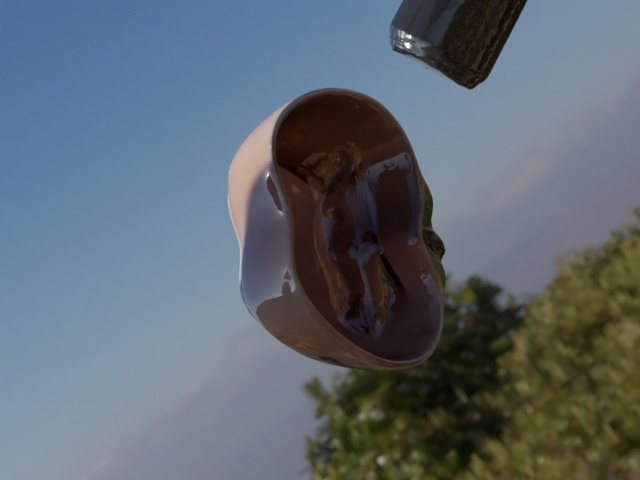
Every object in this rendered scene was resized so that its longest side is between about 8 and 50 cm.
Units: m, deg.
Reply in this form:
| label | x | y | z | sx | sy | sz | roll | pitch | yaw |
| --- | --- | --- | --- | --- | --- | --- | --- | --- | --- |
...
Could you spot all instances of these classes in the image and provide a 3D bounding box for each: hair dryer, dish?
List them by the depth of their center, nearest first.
| label | x | y | z | sx | sy | sz | roll | pitch | yaw |
| --- | --- | --- | --- | --- | --- | --- | --- | --- | --- |
| hair dryer | 0.103 | -0.143 | 0.965 | 0.114 | 0.070 | 0.248 | -62 | 9 | 6 |
| dish | 0.000 | 0.000 | 1.204 | 0.090 | 0.213 | 0.213 | -18 | 8 | 35 |
